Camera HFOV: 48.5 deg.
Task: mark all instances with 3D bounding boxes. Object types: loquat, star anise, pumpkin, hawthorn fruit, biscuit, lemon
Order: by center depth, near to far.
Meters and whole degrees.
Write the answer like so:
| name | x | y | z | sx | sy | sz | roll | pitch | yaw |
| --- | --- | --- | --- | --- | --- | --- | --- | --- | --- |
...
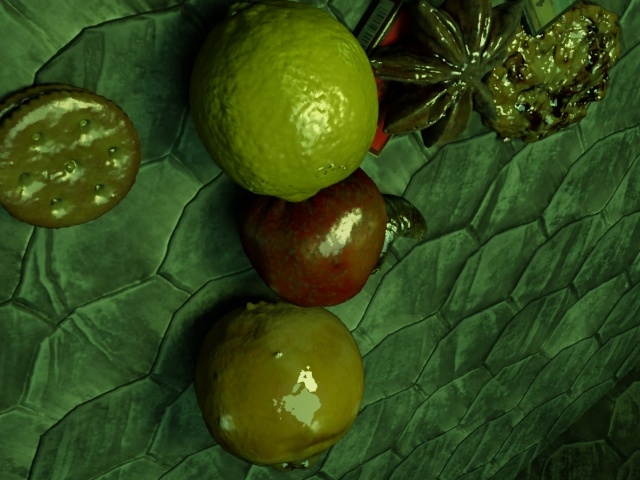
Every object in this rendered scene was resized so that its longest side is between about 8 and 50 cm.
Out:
| name | x | y | z | sx | sy | sz | roll | pitch | yaw |
| --- | --- | --- | --- | --- | --- | --- | --- | --- | --- |
| biscuit | -0.365 | -0.117 | 1.008 | 0.220 | 0.066 | 0.220 | -21 | 133 | -24 |
| lemon | -0.050 | -0.197 | 1.018 | 0.293 | 0.293 | 0.293 | -18 | 131 | -23 |
| star anise | 0.220 | -0.288 | 1.159 | 0.315 | 0.108 | 0.315 | -20 | 129 | -27 |
| hawthorn fruit | 0.000 | 0.000 | 1.223 | 0.254 | 0.254 | 0.300 | -34 | 138 | -8 |
| loquat | -0.075 | 0.261 | 1.319 | 0.328 | 0.328 | 0.328 | -18 | 131 | -23 |
| pumpkin | 0.110 | -0.024 | 1.366 | 0.183 | 0.119 | 0.107 | -40 | 137 | -10 |
| biscuit | 0.467 | -0.325 | 1.414 | 0.334 | 0.081 | 0.289 | -23 | 131 | -16 |

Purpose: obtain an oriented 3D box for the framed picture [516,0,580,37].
| name | x | y | z | sx | sy | sz | roll | pitch | yaw |
| --- | --- | --- | --- | --- | --- | --- | --- | --- | --- |
| framed picture | 0.457 | -0.563 | 1.241 | 0.347 | 0.016 | 0.265 | -39 | 125 | -4 |

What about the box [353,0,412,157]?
| name | x | y | z | sx | sy | sz | roll | pitch | yaw |
| --- | --- | --- | --- | --- | --- | --- | --- | --- | --- |
| box | 0.100 | -0.276 | 1.203 | 0.153 | 0.074 | 0.239 | 19 | 110 | -47 |
